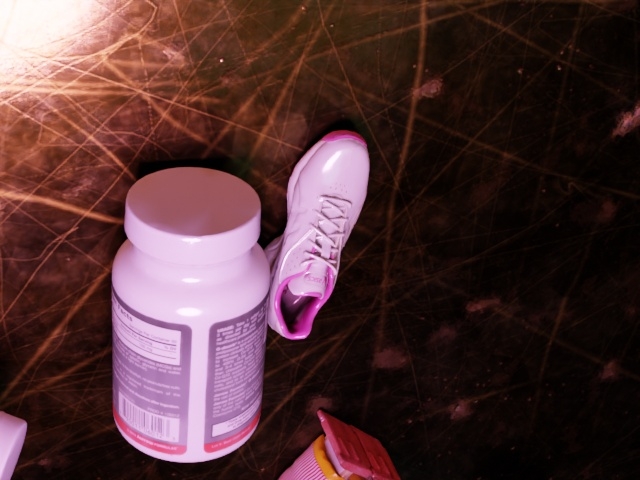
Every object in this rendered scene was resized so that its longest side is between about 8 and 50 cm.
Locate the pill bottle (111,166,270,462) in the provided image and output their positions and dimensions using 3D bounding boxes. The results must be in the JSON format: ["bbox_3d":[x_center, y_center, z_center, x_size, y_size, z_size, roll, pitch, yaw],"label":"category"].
[{"bbox_3d":[-0.174,0.100,1.681,0.210,0.210,0.363,-4,124,-15],"label":"pill bottle"}]

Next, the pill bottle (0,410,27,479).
[{"bbox_3d":[-0.551,0.242,1.614,0.319,0.176,0.176,19,118,-3],"label":"pill bottle"}]

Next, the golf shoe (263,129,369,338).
[{"bbox_3d":[0.000,0.000,1.714,0.115,0.140,0.306,11,118,-22],"label":"golf shoe"}]

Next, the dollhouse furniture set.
[{"bbox_3d":[0.044,0.465,1.903,0.152,0.374,0.201,32,108,-37],"label":"dollhouse furniture set"}]
